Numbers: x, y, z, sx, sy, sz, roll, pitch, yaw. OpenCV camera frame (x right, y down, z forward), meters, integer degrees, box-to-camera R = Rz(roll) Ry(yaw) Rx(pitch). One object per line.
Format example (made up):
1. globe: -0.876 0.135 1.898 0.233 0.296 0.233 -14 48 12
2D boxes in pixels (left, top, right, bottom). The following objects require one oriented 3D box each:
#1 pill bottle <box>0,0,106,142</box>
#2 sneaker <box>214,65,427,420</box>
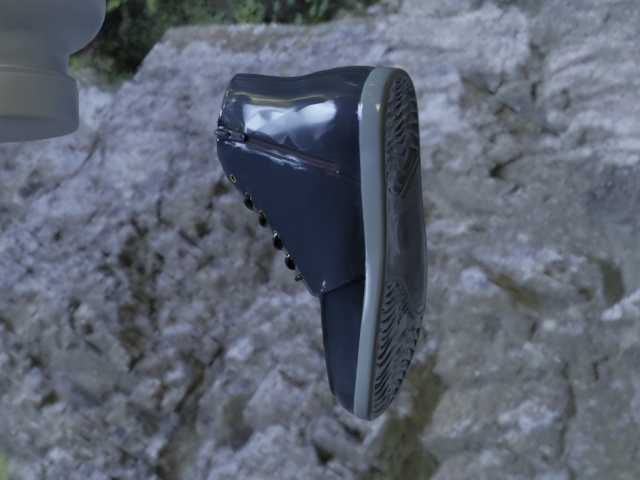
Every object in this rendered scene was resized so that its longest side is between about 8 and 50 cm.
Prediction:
1. pill bottle: -0.150 -0.141 0.483 0.103 0.184 0.103 -4 177 0
2. sneaker: 0.000 0.000 0.682 0.118 0.222 0.083 6 -167 26
